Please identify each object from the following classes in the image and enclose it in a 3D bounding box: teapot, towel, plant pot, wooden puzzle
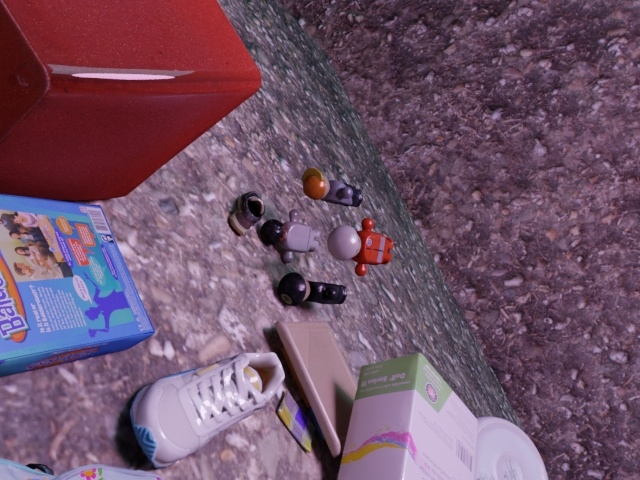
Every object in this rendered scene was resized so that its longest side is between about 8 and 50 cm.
[{"bbox_3d":[0.326,0.499,1.230,0.252,0.187,0.256,37,48,-8],"label":"teapot"},{"bbox_3d":[-0.035,0.264,0.880,0.083,0.009,0.060,56,17,-9],"label":"towel"},{"bbox_3d":[-0.270,-0.189,0.596,0.267,0.267,0.235,58,28,-3],"label":"plant pot"},{"bbox_3d":[0.009,0.239,1.003,0.221,0.044,0.238,64,13,17],"label":"wooden puzzle"}]

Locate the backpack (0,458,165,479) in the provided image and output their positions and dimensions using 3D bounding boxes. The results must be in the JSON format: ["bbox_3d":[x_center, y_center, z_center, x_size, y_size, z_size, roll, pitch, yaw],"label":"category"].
[{"bbox_3d":[-0.177,0.214,0.351,0.188,0.144,0.166,34,36,-48],"label":"backpack"}]

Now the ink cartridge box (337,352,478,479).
[{"bbox_3d":[0.124,0.372,0.867,0.207,0.119,0.354,50,38,-28],"label":"ink cartridge box"}]

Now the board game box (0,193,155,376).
[{"bbox_3d":[-0.263,0.036,0.559,0.160,0.047,0.210,63,17,12],"label":"board game box"}]

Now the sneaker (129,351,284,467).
[{"bbox_3d":[-0.119,0.171,0.662,0.087,0.092,0.228,62,19,5],"label":"sneaker"}]

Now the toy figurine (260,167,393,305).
[{"bbox_3d":[0.000,0.000,1.093,0.148,0.213,0.210,10,46,-47],"label":"toy figurine"}]

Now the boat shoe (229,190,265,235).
[{"bbox_3d":[-0.124,-0.056,1.097,0.056,0.049,0.152,53,18,-19],"label":"boat shoe"}]
